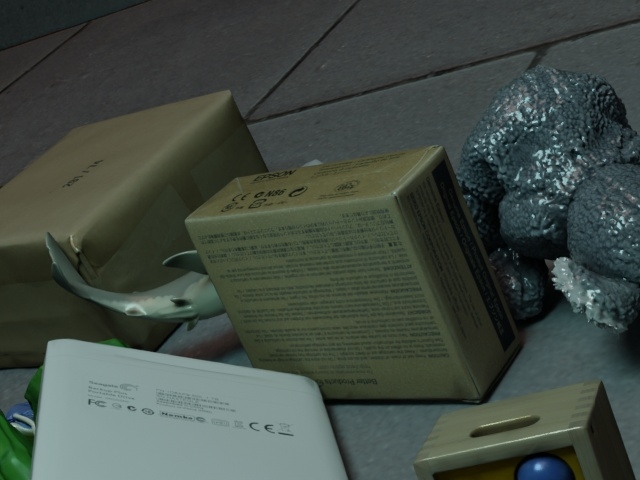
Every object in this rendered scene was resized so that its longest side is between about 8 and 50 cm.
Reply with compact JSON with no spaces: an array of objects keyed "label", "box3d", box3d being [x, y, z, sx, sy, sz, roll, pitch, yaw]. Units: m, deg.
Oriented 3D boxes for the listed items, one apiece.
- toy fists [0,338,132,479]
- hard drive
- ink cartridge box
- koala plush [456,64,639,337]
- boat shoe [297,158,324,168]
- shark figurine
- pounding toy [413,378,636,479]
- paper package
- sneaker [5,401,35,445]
[{"label":"toy fists","box3d":[-0.227,0.182,1.126,0.279,0.096,0.142,-14,47,-42]},{"label":"hard drive","box3d":[-0.091,0.178,0.984,0.233,0.047,0.353,11,18,-12]},{"label":"ink cartridge box","box3d":[0.026,0.034,1.144,0.234,0.193,0.088,-6,28,40]},{"label":"koala plush","box3d":[0.226,-0.018,1.082,0.196,0.203,0.221,-29,34,-5]},{"label":"boat shoe","box3d":[0.000,0.000,1.389,0.119,0.121,0.335,-36,12,-4]},{"label":"shark figurine","box3d":[-0.122,0.026,1.329,0.278,0.166,0.116,-15,34,16]},{"label":"pounding toy","box3d":[0.118,0.176,0.837,0.141,0.130,0.100,-16,12,23]},{"label":"paper package","box3d":[-0.253,-0.010,1.589,0.309,0.168,0.325,-7,29,39]},{"label":"sneaker","box3d":[-0.269,0.189,1.274,0.080,0.081,0.211,-31,21,-9]}]
